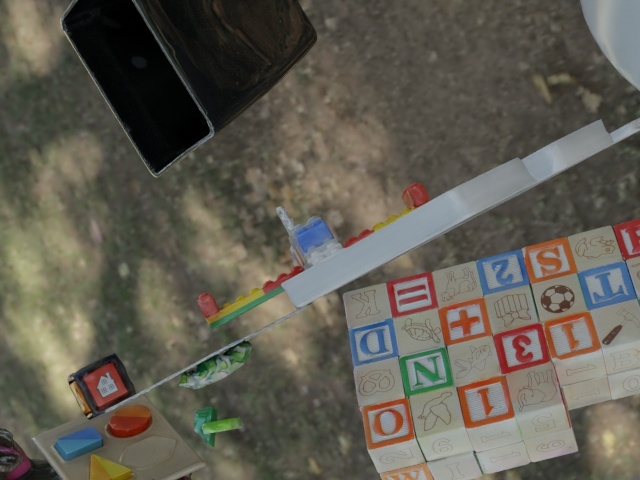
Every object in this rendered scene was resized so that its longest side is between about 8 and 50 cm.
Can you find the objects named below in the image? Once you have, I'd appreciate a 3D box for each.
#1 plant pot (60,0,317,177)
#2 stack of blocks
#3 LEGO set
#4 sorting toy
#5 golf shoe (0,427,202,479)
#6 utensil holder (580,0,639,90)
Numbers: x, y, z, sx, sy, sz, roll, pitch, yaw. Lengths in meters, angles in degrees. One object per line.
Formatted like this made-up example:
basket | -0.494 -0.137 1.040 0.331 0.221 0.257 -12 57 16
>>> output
plant pot | -0.119 -0.199 1.295 0.188 0.167 0.187 58 154 -4
stack of blocks | 0.182 0.101 1.175 0.087 0.297 0.171 66 -169 -49
LEGO set | 0.000 0.000 0.528 0.244 0.182 0.060 -30 86 38
sorting toy | -0.079 0.087 0.590 0.062 0.083 0.012 36 135 42
golf shoe | -0.125 0.140 0.635 0.067 0.186 0.086 -90 22 -50
utensil holder | 0.353 -0.298 0.904 0.327 0.327 0.385 46 158 24
